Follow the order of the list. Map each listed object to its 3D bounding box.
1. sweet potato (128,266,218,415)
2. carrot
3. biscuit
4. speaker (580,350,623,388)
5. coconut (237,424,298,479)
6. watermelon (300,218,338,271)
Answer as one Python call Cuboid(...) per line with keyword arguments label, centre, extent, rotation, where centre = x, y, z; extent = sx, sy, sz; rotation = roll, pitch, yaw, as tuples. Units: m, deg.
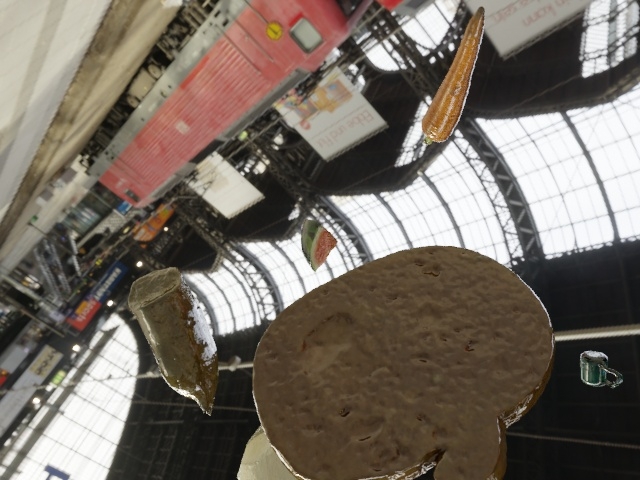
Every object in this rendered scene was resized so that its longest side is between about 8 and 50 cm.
Cuboid(label="sweet potato", centre=(-0.335, 0.237, 1.120), extent=(0.158, 0.369, 0.158), rotation=(-26, 175, -2))
Cuboid(label="carrot", centre=(0.231, -0.268, 0.799), extent=(0.256, 0.061, 0.061), rotation=(106, 4, -47))
Cuboid(label="biscuit", centre=(0.105, 0.149, 0.563), extent=(0.368, 0.063, 0.314), rotation=(-24, -134, -10))
Cuboid(label="speaker", centre=(0.663, 0.313, 1.118), extent=(0.060, 0.075, 0.094), rotation=(-6, -171, -4))
Cuboid(label="coconut", centre=(-0.012, 0.379, 0.752), extent=(0.237, 0.237, 0.265), rotation=(-32, -124, 33))
Cuboid(label="watermelon", centre=(0.000, 0.000, 1.165), extent=(0.135, 0.094, 0.125), rotation=(110, -18, -59))
